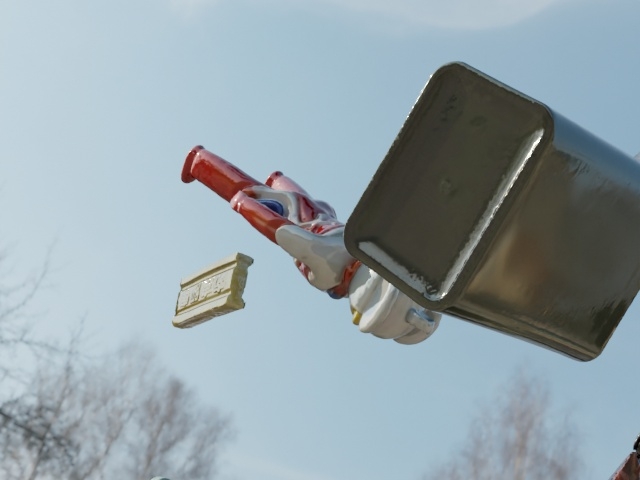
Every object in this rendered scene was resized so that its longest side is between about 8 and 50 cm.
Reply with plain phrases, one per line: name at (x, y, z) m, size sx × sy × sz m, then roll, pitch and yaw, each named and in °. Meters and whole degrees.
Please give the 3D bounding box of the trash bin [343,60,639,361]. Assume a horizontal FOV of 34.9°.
trash bin at (0.149, -0.018, 0.747) m, size 0.122 × 0.164 × 0.240 m, roll 37°, pitch 11°, yaw 36°

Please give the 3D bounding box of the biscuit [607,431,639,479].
biscuit at (0.359, 0.335, 1.214) m, size 0.063 × 0.235 × 0.151 m, roll 30°, pitch 2°, yaw 32°

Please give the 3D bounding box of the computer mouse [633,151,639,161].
computer mouse at (0.463, -0.052, 1.461) m, size 0.147 × 0.088 × 0.264 m, roll 36°, pitch -58°, yaw -29°

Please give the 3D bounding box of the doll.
doll at (0.000, 0.000, 1.099) m, size 0.188 × 0.099 × 0.384 m, roll 16°, pitch 12°, yaw -40°

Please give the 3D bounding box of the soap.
soap at (-0.190, 0.090, 1.744) m, size 0.037 × 0.092 × 0.252 m, roll 20°, pitch -22°, yaw -25°

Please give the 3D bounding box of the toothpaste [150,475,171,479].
toothpaste at (-0.213, 0.271, 0.947) m, size 0.255 × 0.067 × 0.037 m, roll -38°, pitch -93°, yaw 39°
